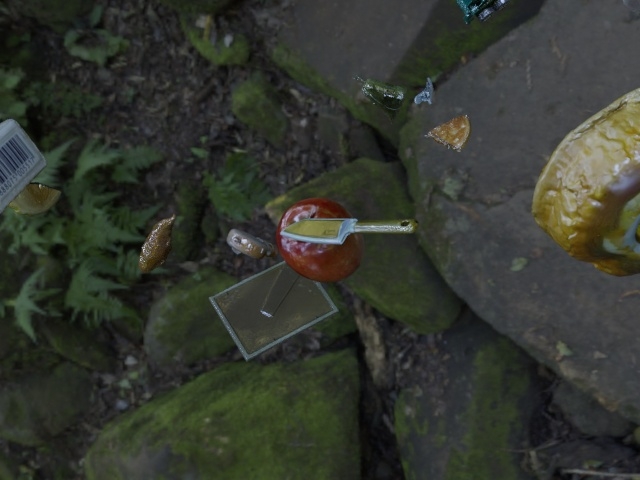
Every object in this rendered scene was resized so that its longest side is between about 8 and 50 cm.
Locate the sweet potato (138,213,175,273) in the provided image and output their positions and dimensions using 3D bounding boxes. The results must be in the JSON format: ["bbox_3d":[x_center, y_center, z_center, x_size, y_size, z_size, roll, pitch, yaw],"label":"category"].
[{"bbox_3d":[-0.370,0.007,1.691,0.206,0.068,0.060,-57,36,41],"label":"sweet potato"}]

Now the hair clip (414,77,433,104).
[{"bbox_3d":[0.248,-0.353,1.747,0.039,0.115,0.030,-6,118,20],"label":"hair clip"}]

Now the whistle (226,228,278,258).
[{"bbox_3d":[-0.172,0.017,1.901,0.107,0.220,0.057,28,93,22],"label":"whistle"}]

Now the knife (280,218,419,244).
[{"bbox_3d":[0.041,-0.020,1.386,0.343,0.027,0.061,2,49,48],"label":"knife"}]

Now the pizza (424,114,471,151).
[{"bbox_3d":[0.300,-0.240,1.637,0.099,0.029,0.100,-44,52,-17],"label":"pizza"}]

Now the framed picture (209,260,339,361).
[{"bbox_3d":[-0.126,0.175,2.012,0.211,0.290,0.020,55,158,22],"label":"framed picture"}]

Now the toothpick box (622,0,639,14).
[{"bbox_3d":[0.673,-0.530,1.445,0.180,0.111,0.111,92,171,-78],"label":"toothpick box"}]

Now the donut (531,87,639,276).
[{"bbox_3d":[0.477,-0.074,1.077,0.330,0.330,0.160,-54,46,34],"label":"donut"}]

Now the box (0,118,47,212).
[{"bbox_3d":[-0.403,-0.012,0.729,0.168,0.071,0.259,-20,27,23],"label":"box"}]

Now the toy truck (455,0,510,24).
[{"bbox_3d":[0.367,-0.549,1.511,0.216,0.116,0.110,-34,85,13],"label":"toy truck"}]

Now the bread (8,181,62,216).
[{"bbox_3d":[-0.725,-0.106,1.844,0.083,0.157,0.094,4,101,37],"label":"bread"}]

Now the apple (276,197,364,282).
[{"bbox_3d":[0.000,0.000,1.583,0.181,0.168,0.181,-13,57,21],"label":"apple"}]

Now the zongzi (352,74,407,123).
[{"bbox_3d":[0.140,-0.370,1.962,0.130,0.154,0.062,113,168,-58],"label":"zongzi"}]
